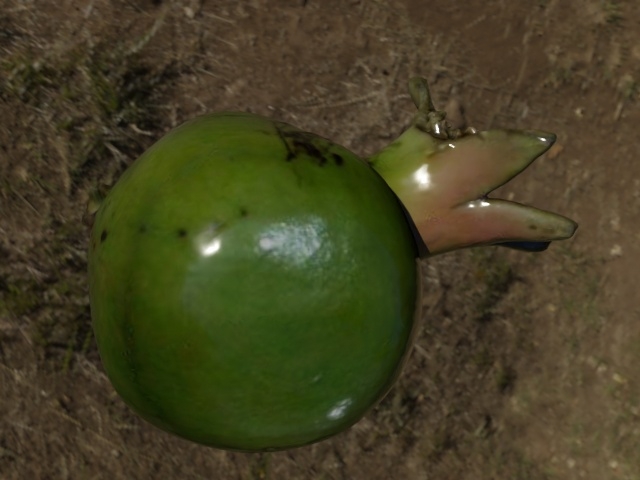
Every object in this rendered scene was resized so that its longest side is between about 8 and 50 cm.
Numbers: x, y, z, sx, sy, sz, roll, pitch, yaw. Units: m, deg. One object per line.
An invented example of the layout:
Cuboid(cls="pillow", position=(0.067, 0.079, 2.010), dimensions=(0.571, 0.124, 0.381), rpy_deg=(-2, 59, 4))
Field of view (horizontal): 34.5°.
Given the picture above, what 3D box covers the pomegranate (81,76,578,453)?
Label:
Cuboid(cls="pomegranate", position=(0.000, 0.000, 0.411), dimensions=(0.191, 0.152, 0.131), rpy_deg=(-24, 107, 0))
